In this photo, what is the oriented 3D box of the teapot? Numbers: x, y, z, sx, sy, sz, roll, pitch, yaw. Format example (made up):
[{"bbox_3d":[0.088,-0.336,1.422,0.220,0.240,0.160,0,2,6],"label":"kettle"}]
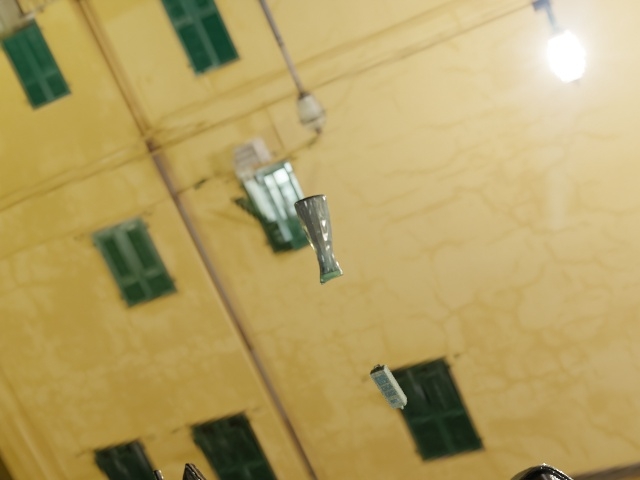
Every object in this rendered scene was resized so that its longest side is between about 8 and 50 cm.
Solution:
[{"bbox_3d":[0.000,0.000,1.424,0.043,0.111,0.043,-15,173,-2],"label":"teapot"}]

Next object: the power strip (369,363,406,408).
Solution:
[{"bbox_3d":[0.104,0.223,1.710,0.027,0.083,0.017,-25,-161,23],"label":"power strip"}]

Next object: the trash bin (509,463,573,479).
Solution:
[{"bbox_3d":[0.474,0.579,2.258,0.182,0.209,0.290,-46,-171,4],"label":"trash bin"}]

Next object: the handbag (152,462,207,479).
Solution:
[{"bbox_3d":[-0.175,0.493,1.571,0.118,0.326,0.269,-9,-161,-22],"label":"handbag"}]
